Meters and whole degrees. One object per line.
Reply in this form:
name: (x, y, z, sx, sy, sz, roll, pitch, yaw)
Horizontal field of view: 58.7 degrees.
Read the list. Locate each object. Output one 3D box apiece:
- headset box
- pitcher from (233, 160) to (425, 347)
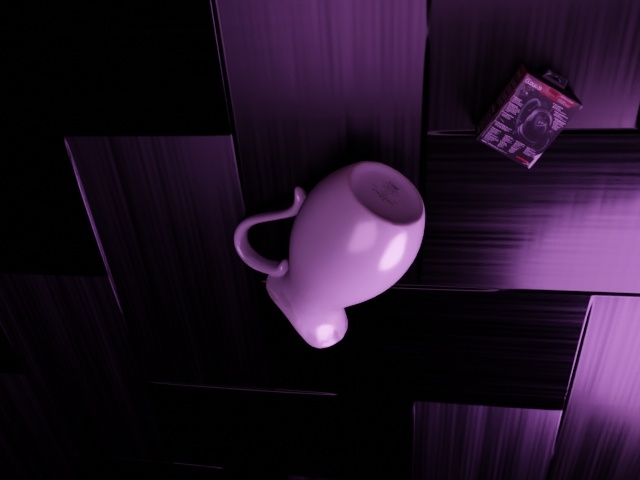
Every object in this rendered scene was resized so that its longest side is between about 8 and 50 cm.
headset box: (0.196, -0.119, 0.536, 0.062, 0.032, 0.083, 26, 123, -9)
pitcher: (0.000, 0.000, 0.608, 0.178, 0.125, 0.207, 37, 134, 3)
